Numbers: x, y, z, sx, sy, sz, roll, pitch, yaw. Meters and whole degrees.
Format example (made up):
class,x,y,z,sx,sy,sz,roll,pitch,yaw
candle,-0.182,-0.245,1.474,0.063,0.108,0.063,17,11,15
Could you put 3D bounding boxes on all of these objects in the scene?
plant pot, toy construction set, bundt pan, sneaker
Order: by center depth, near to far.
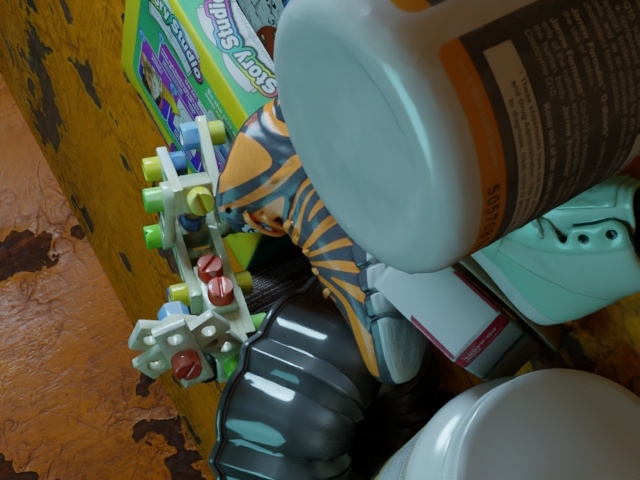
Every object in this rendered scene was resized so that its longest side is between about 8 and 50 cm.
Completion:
class,x,y,z,sx,sy,sz,roll,pitch,yaw
sneaker,0.146,-0.047,0.728,0.256,0.094,0.151,39,144,-18
plant pot,0.131,0.009,0.907,0.236,0.032,0.236,41,-177,-3
sneaker,0.000,0.000,1.060,0.124,0.180,0.321,4,-107,-64
toy construction set,-0.131,0.038,1.150,0.215,0.151,0.328,97,171,-46
bundt pan,0.031,0.211,1.152,0.124,0.331,0.331,14,132,34

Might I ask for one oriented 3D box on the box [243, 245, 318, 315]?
class,x,y,z,sx,sy,sz,roll,pitch,yaw
box,-0.029,0.128,1.362,0.203,0.167,0.169,21,133,61

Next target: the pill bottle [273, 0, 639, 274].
class,x,y,z,sx,sy,sz,roll,pitch,yaw
pill bottle,0.128,-0.108,0.556,0.162,0.278,0.162,49,155,33

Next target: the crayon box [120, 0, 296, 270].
class,x,y,z,sx,sy,sz,roll,pitch,yaw
crayon box,-0.123,-0.179,1.307,0.363,0.106,0.313,58,157,11

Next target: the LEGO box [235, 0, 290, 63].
class,x,y,z,sx,sy,sz,roll,pitch,yaw
LEGO box,0.020,-0.381,0.604,0.373,0.193,0.500,59,159,11

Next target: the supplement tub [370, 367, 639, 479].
class,x,y,z,sx,sy,sz,roll,pitch,yaw
supplement tub,0.174,0.264,0.945,0.241,0.241,0.331,57,158,15

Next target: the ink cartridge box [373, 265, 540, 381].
class,x,y,z,sx,sy,sz,roll,pitch,yaw
ink cartridge box,0.130,0.071,0.945,0.109,0.063,0.150,43,-176,31
